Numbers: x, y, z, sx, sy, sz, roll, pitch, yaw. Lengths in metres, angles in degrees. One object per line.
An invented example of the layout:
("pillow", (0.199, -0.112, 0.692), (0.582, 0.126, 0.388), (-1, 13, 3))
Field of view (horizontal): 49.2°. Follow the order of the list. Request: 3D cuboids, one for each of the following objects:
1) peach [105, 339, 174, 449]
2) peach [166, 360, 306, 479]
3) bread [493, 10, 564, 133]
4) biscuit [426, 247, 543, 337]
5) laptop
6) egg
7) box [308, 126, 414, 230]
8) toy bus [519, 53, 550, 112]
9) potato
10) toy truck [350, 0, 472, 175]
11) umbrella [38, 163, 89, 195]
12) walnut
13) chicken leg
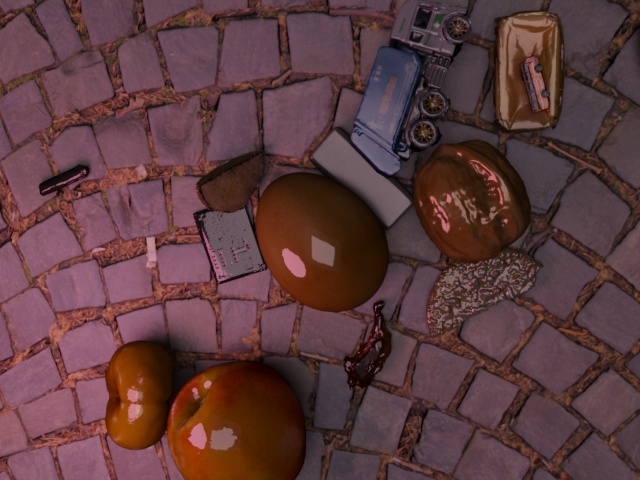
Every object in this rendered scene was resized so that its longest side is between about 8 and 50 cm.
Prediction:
("peach", (-0.411, 0.351, 1.585), (0.153, 0.251, 0.251), (1, 99, -15))
("peach", (-0.173, 0.429, 1.544), (0.308, 0.308, 0.332), (-39, 114, 11))
("bread", (0.426, -0.345, 1.441), (0.136, 0.107, 0.241), (-1, 97, 10))
("biscuit", (0.344, 0.093, 1.547), (0.290, 0.038, 0.141), (-29, 92, 9))
("laptop", (-0.211, 0.002, 1.621), (0.129, 0.016, 0.180), (-18, 94, 9))
("egg", (0.000, 0.000, 1.474), (0.250, 0.250, 0.322), (-37, 86, 11))
("box", (0.092, -0.137, 1.540), (0.244, 0.055, 0.103), (43, 100, 0))
("toy bus", (0.423, -0.308, 1.377), (0.043, 0.031, 0.110), (-15, 95, 21))
("potato", (-0.202, -0.129, 1.581), (0.172, 0.089, 0.100), (-36, 115, -20))
("toy truck", (0.183, -0.310, 1.440), (0.175, 0.146, 0.367), (19, 92, 0))
("umbrella", (-0.606, -0.144, 1.646), (0.133, 0.031, 0.036), (-22, 96, 9))
("walnut", (0.308, -0.085, 1.436), (0.225, 0.257, 0.257), (-32, 93, -22))
("chicken leg", (0.116, 0.247, 1.594), (0.090, 0.048, 0.219), (27, 101, 0))
